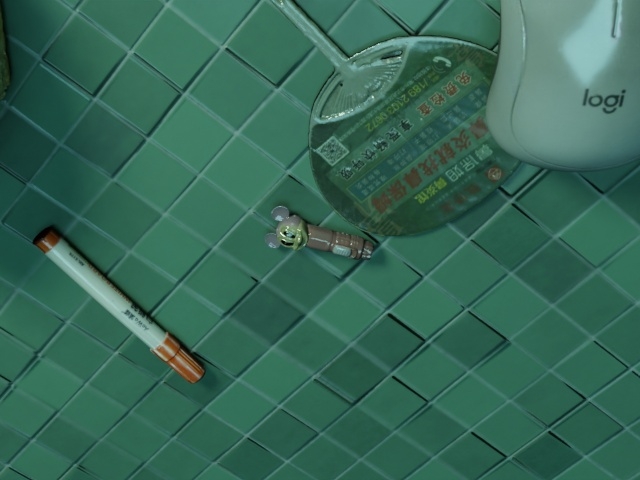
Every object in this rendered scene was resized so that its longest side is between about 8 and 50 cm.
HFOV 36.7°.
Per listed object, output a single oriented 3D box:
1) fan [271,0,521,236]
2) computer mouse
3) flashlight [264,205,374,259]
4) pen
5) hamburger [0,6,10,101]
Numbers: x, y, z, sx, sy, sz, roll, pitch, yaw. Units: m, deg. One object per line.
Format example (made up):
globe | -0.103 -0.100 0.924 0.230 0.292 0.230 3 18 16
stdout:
fan | 0.051 -0.106 0.915 0.294 0.012 0.223 17 124 -6
computer mouse | 0.223 -0.183 0.784 0.184 0.121 0.297 7 122 2
flashlight | 0.000 0.000 0.974 0.110 0.031 0.052 14 122 -4
pen | -0.214 0.074 1.042 0.028 0.028 0.239 -34 114 23
hamburger | -0.368 -0.141 0.842 0.282 0.155 0.245 -32 112 27
